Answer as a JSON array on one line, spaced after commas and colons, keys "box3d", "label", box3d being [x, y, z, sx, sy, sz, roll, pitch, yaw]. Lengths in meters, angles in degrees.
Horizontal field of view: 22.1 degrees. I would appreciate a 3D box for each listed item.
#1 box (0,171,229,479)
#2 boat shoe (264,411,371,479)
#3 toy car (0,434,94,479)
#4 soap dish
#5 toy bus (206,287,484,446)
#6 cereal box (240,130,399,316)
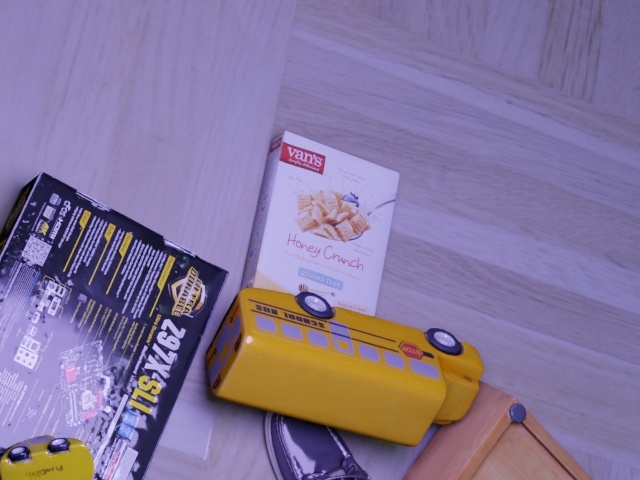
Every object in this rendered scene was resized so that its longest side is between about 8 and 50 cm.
[{"box3d": [-0.280, 0.119, 1.868, 0.257, 0.079, 0.322, 29, 65, -19], "label": "box"}, {"box3d": [0.028, 0.313, 1.963, 0.103, 0.092, 0.285, -22, 86, -27], "label": "boat shoe"}, {"box3d": [-0.383, 0.271, 1.743, 0.239, 0.053, 0.225, 22, 103, -15], "label": "toy car"}, {"box3d": [0.246, 0.350, 2.053, 0.291, 0.118, 0.229, 47, 61, -10], "label": "soap dish"}, {"box3d": [0.036, 0.155, 1.966, 0.333, 0.108, 0.130, 17, 29, -21], "label": "toy bus"}, {"box3d": [0.000, 0.000, 2.063, 0.173, 0.047, 0.240, 19, 68, -22], "label": "cereal box"}]
